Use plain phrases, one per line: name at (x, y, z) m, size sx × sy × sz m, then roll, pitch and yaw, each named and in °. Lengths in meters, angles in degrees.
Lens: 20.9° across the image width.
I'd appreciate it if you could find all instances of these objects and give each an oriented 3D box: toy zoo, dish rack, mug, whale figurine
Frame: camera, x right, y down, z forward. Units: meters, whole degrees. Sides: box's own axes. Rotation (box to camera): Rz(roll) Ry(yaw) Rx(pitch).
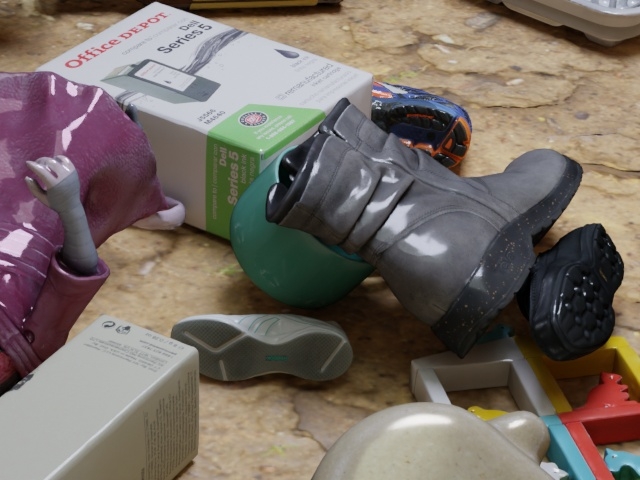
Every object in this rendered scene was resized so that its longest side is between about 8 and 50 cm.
toy zoo at (0.190, 0.154, 1.378) m, size 0.192 × 0.030 × 0.293 m, roll -5°, pitch 33°, yaw -13°
dish rack at (0.342, -0.333, 2.114) m, size 0.285 × 0.072 × 0.333 m, roll 28°, pitch 40°, yaw 32°
mug at (-0.004, 0.003, 1.528) m, size 0.158 × 0.097 × 0.129 m, roll 35°, pitch 35°, yaw -17°
whale figurine at (0.115, 0.222, 1.183) m, size 0.272 × 0.141 × 0.216 m, roll 17°, pitch 61°, yaw -4°

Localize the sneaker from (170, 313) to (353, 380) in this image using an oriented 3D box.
sneaker at (-0.049, 0.086, 1.454) m, size 0.152 × 0.054 × 0.061 m, roll 6°, pitch 17°, yaw -1°

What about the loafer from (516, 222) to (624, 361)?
loafer at (0.204, 0.051, 1.462) m, size 0.078 × 0.076 × 0.223 m, roll -29°, pitch 9°, yaw 23°

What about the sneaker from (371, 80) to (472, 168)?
sneaker at (0.054, -0.127, 1.778) m, size 0.221 × 0.083 × 0.087 m, roll 19°, pitch 22°, yaw 14°

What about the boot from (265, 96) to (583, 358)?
boot at (0.096, -0.054, 1.515) m, size 0.223 × 0.118 × 0.338 m, roll 37°, pitch 26°, yaw 2°

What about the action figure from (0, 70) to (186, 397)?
action figure at (-0.275, 0.029, 1.444) m, size 0.248 × 0.276 × 0.370 m, roll -7°, pitch 50°, yaw 15°

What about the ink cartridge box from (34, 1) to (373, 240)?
ink cartridge box at (-0.115, -0.118, 1.698) m, size 0.273 × 0.115 × 0.198 m, roll 21°, pitch 37°, yaw 26°

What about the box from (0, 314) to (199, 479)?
box at (-0.198, 0.172, 1.245) m, size 0.094 × 0.113 × 0.275 m, roll 19°, pitch 35°, yaw 24°

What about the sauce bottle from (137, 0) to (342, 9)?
sauce bottle at (-0.141, -0.324, 2.021) m, size 0.344 × 0.111 × 0.111 m, roll -3°, pitch 33°, yaw -11°
